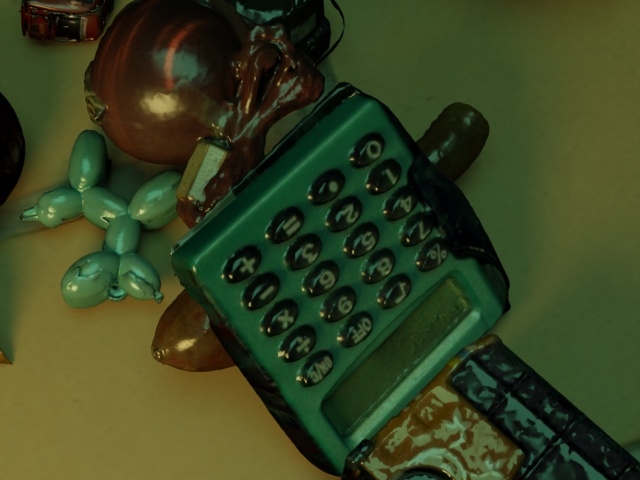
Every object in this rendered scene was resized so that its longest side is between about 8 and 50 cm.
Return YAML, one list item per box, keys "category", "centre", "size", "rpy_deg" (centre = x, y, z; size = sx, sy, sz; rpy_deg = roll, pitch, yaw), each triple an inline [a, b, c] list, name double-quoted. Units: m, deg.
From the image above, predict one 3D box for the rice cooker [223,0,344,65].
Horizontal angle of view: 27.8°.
- category: "rice cooker"
  centre: [-0.075, -0.238, 1.259]
  size: [0.203, 0.118, 0.142]
  rpy_deg: [36, 66, 16]

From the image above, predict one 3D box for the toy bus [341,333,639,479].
- category: "toy bus"
  centre: [0.186, 0.250, 1.045]
  size: [0.323, 0.162, 0.194]
  rpy_deg: [41, 69, 16]

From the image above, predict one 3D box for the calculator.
- category: "calculator"
  centre: [0.030, 0.034, 1.101]
  size: [0.248, 0.058, 0.274]
  rpy_deg: [-43, 116, -21]

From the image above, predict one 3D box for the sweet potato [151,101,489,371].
- category: "sweet potato"
  centre: [0.000, 0.000, 1.174]
  size: [0.385, 0.109, 0.109]
  rpy_deg: [-38, 73, -24]

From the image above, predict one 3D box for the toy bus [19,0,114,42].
- category: "toy bus"
  centre: [-0.247, -0.310, 1.312]
  size: [0.096, 0.073, 0.235]
  rpy_deg: [8, 66, -6]

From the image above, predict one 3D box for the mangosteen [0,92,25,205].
- category: "mangosteen"
  centre: [-0.342, -0.090, 1.169]
  size: [0.152, 0.152, 0.153]
  rpy_deg: [1, 67, -2]

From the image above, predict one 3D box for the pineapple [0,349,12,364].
- category: "pineapple"
  centre: [-0.416, 0.043, 1.125]
  size: [0.164, 0.140, 0.250]
  rpy_deg: [-35, 76, -14]

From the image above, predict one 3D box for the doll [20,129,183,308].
- category: "doll"
  centre: [-0.193, -0.009, 1.193]
  size: [0.159, 0.059, 0.159]
  rpy_deg: [32, 68, 9]

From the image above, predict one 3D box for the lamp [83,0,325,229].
- category: "lamp"
  centre: [-0.123, -0.124, 1.140]
  size: [0.223, 0.151, 0.215]
  rpy_deg: [15, 82, 45]
